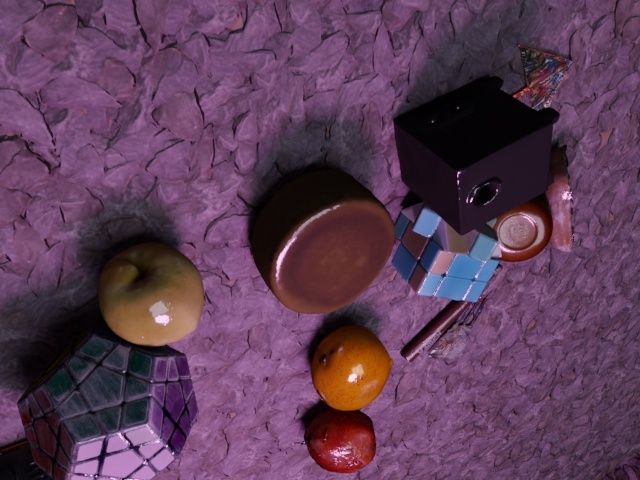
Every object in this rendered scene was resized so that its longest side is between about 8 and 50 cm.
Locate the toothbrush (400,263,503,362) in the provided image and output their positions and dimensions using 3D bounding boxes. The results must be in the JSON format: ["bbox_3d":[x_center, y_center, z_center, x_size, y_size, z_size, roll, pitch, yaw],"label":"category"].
[{"bbox_3d":[0.355,0.193,1.801,0.364,0.041,0.041,-45,135,4],"label":"toothbrush"}]

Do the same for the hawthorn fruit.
[{"bbox_3d":[0.035,0.526,1.750,0.235,0.181,0.181,3,121,-34],"label":"hawthorn fruit"}]

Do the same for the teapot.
[{"bbox_3d":[0.472,-0.060,1.639,0.178,0.135,0.252,1,108,1],"label":"teapot"}]

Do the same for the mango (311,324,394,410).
[{"bbox_3d":[0.075,0.327,1.646,0.191,0.160,0.290,-39,145,-10],"label":"mango"}]

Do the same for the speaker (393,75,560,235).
[{"bbox_3d":[0.318,-0.181,1.359,0.253,0.232,0.184,-26,134,-13],"label":"speaker"}]

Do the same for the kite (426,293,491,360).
[{"bbox_3d":[0.397,0.246,1.884,0.141,0.015,0.245,8,121,-38],"label":"kite"}]

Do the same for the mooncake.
[{"bbox_3d":[0.000,0.000,1.343,0.284,0.155,0.285,-19,133,-21],"label":"mooncake"}]

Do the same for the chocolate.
[{"bbox_3d":[0.583,-0.096,1.674,0.083,0.161,0.262,-5,131,16],"label":"chocolate"}]

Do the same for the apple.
[{"bbox_3d":[-0.300,0.098,1.203,0.199,0.200,0.200,-17,130,-22],"label":"apple"}]

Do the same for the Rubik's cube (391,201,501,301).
[{"bbox_3d":[0.298,0.004,1.498,0.265,0.224,0.213,9,116,-31],"label":"Rubik's cube"}]

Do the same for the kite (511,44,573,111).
[{"bbox_3d":[0.485,-0.358,1.490,0.189,0.009,0.232,-33,133,-6],"label":"kite"}]

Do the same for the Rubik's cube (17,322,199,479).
[{"bbox_3d":[-0.386,0.308,1.238,0.319,0.319,0.264,22,86,-41],"label":"Rubik's cube"}]

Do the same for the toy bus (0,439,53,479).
[{"bbox_3d":[-0.563,0.481,1.355,0.329,0.143,0.153,-19,141,-22],"label":"toy bus"}]
